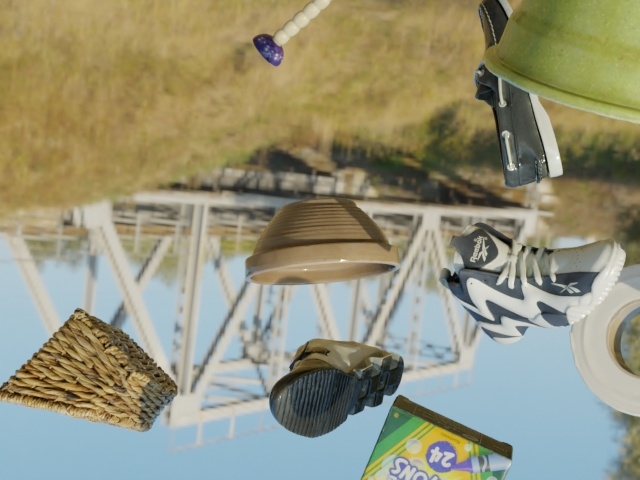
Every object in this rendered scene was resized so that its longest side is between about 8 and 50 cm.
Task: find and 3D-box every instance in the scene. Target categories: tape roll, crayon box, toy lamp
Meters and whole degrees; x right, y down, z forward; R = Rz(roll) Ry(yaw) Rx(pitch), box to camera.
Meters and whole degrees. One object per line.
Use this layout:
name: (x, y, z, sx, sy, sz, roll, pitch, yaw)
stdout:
tape roll: (0.613, 0.188, 1.938, 0.286, 0.286, 0.100, 10, 173, 32)
crayon box: (0.149, 0.437, 1.662, 0.203, 0.323, 0.083, 23, -170, 9)
toy lamp: (-0.004, -0.429, 1.892, 0.080, 0.274, 0.080, 42, -159, -21)

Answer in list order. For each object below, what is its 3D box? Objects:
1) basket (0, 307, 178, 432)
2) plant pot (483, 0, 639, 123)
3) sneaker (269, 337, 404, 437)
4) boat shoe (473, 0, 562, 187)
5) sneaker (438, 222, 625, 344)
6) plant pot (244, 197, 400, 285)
basket: (-0.415, 0.292, 1.943, 0.213, 0.223, 0.299, 43, 174, 15)
plant pot: (0.318, -0.266, 0.997, 0.276, 0.254, 0.276, 9, -158, -3)
sneaker: (-0.007, 0.230, 1.722, 0.146, 0.123, 0.330, 22, -167, 31)
boat shoe: (0.276, -0.227, 1.565, 0.091, 0.303, 0.114, -17, 163, 7)
sneaker: (0.233, 0.031, 1.243, 0.153, 0.094, 0.235, 35, 150, -15)
plant pot: (0.000, 0.000, 1.601, 0.237, 0.110, 0.237, -4, 170, -1)
